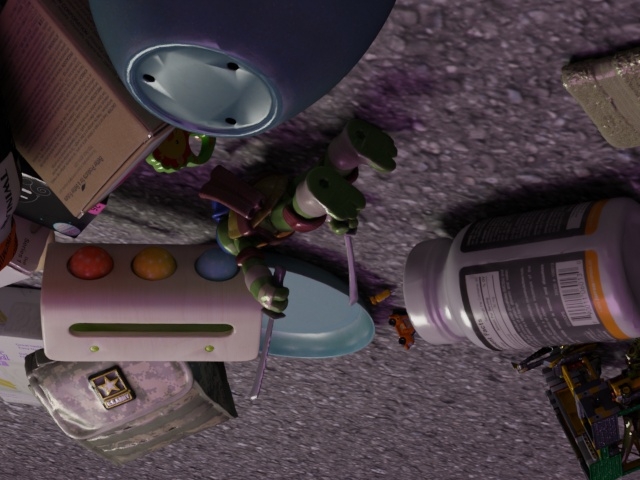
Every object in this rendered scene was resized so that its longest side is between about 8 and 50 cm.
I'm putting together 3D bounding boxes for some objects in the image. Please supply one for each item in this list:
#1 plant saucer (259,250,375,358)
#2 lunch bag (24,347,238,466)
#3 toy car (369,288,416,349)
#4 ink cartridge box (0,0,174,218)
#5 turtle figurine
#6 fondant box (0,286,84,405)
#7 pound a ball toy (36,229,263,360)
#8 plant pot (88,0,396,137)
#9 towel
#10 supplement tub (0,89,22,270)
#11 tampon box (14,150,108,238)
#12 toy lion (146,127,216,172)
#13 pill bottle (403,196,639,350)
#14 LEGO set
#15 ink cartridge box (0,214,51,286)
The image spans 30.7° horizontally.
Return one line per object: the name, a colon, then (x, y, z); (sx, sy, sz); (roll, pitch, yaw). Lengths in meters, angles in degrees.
plant saucer: (-0.073, 0.091, 1.714); (0.318, 0.043, 0.317); (9, 152, 5)
lunch bag: (-0.296, 0.216, 1.826); (0.235, 0.169, 0.287); (-24, 146, 8)
toy car: (0.114, 0.113, 1.672); (0.041, 0.060, 0.122); (-29, 150, 6)
ink cartridge box: (-0.244, -0.153, 1.178); (0.193, 0.088, 0.235); (50, 145, -5)
turtle figurine: (0.000, 0.000, 1.354); (0.198, 0.274, 0.266); (-13, 163, -35)
fondant box: (-0.488, 0.191, 2.010); (0.238, 0.096, 0.330); (5, 151, 12)
pound a ball toy: (-0.239, 0.039, 1.514); (0.319, 0.208, 0.135); (2, 130, -7)
plant pot: (-0.077, -0.204, 0.986); (0.290, 0.195, 0.290); (9, 152, 5)
towel: (0.311, -0.137, 1.145); (0.110, 0.027, 0.148); (-11, 145, 35)
supplement tub: (-0.411, -0.123, 1.124); (0.207, 0.207, 0.338); (3, 122, 17)
tampon box: (-0.337, -0.091, 1.403); (0.161, 0.101, 0.120); (23, 151, -20)
toy lion: (-0.160, -0.115, 1.295); (0.034, 0.096, 0.100); (-13, 144, 39)
pill bottle: (0.248, 0.046, 1.373); (0.278, 0.162, 0.162); (-9, 146, 36)
LEGO set: (0.420, 0.184, 1.616); (0.255, 0.192, 0.331); (-27, 146, 8)
ink cartridge box: (-0.446, -0.018, 1.524); (0.219, 0.160, 0.093); (-18, 140, 42)
